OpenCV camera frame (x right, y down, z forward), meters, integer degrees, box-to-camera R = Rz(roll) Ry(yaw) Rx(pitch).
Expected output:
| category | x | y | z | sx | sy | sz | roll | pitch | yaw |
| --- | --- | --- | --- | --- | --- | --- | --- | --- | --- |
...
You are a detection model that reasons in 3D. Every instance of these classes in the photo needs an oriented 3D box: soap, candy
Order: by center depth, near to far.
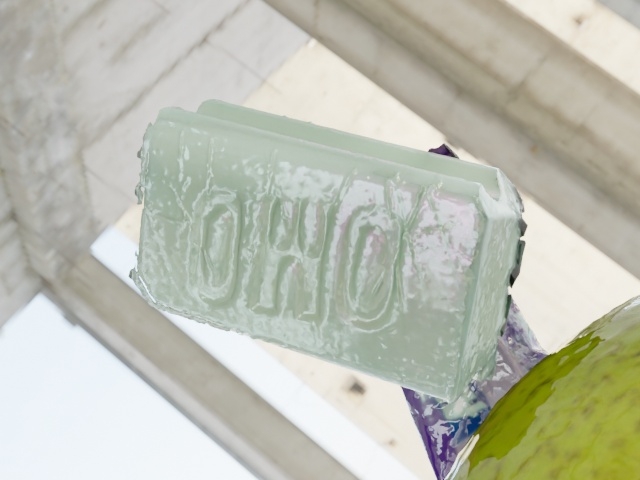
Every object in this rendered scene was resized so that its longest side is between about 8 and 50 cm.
| category | x | y | z | sx | sy | sz | roll | pitch | yaw |
| --- | --- | --- | --- | --- | --- | --- | --- | --- | --- |
| soap | 0.000 | 0.000 | 0.885 | 0.094 | 0.261 | 0.150 | -16 | -61 | -64 |
| candy | 0.104 | 0.070 | 1.001 | 0.145 | 0.275 | 0.070 | -35 | -21 | 16 |

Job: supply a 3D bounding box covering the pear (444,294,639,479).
| category | x | y | z | sx | sy | sz | roll | pitch | yaw |
| --- | --- | --- | --- | --- | --- | --- | --- | --- | --- |
| pear | 0.214 | 0.198 | 0.632 | 0.391 | 0.391 | 0.391 | -48 | -14 | -16 |
